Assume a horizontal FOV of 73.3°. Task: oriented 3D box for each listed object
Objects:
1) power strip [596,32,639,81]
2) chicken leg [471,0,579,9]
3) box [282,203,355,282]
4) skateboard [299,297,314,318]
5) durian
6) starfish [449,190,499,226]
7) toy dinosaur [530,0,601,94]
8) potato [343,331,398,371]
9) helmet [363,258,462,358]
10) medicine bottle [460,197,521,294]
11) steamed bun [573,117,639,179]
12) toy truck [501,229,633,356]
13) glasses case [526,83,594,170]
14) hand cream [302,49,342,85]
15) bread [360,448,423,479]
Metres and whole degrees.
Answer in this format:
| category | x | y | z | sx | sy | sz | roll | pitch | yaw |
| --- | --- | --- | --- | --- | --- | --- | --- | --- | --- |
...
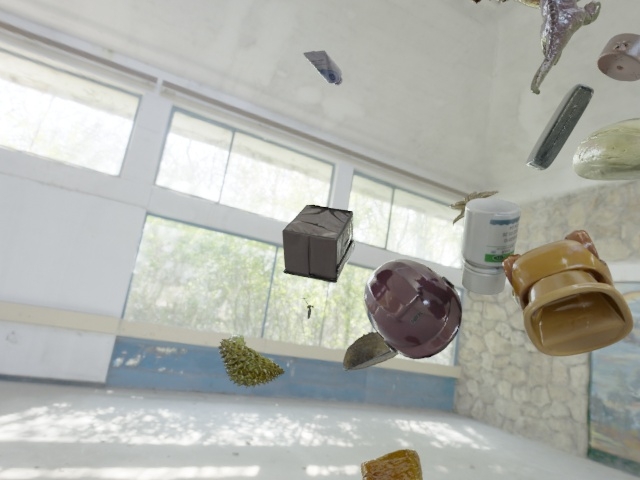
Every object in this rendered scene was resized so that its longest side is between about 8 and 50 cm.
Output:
| category | x | y | z | sx | sy | sz | roll | pitch | yaw |
| --- | --- | --- | --- | --- | --- | --- | --- | --- | --- |
| power strip | 0.979 | -0.586 | 1.376 | 0.154 | 0.078 | 0.154 | 33 | 3 | -2 |
| chicken leg | 0.427 | -0.633 | 1.002 | 0.295 | 0.182 | 0.409 | -23 | 38 | -10 |
| box | 0.000 | 0.000 | 1.369 | 0.188 | 0.153 | 0.252 | 9 | 26 | 17 |
| skateboard | -0.055 | 0.265 | 1.704 | 0.032 | 0.064 | 0.083 | -7 | -43 | 19 |
| durian | -0.295 | 0.450 | 1.658 | 0.306 | 0.172 | 0.166 | 8 | 16 | 35 |
| starfish | 0.694 | -0.165 | 1.989 | 0.062 | 0.277 | 0.236 | 52 | -5 | -20 |
| toy dinosaur | 0.337 | -0.312 | 0.628 | 0.199 | 0.252 | 0.072 | 2 | 6 | -45 |
| potato | 0.221 | 0.455 | 1.794 | 0.261 | 0.120 | 0.100 | -29 | -38 | 22 |
| helmet | 0.249 | 0.179 | 1.285 | 0.197 | 0.271 | 0.338 | 41 | 7 | -16 |
| medicine bottle | 0.447 | 0.016 | 1.145 | 0.138 | 0.237 | 0.139 | -2 | 22 | 1 |
| steamed bun | 0.809 | -0.237 | 1.115 | 0.199 | 0.155 | 0.250 | -3 | 0 | -17 |
| toy truck | 0.537 | 0.117 | 0.949 | 0.204 | 0.212 | 0.288 | -25 | -51 | 26 |
| glasses case | 0.881 | -0.414 | 1.592 | 0.074 | 0.323 | 0.131 | 28 | 11 | 6 |
| hand cream | 0.018 | -0.513 | 1.278 | 0.084 | 0.053 | 0.142 | 12 | -10 | 38 |
| bread | 0.187 | 0.623 | 1.074 | 0.158 | 0.149 | 0.143 | -10 | 19 | -1 |
